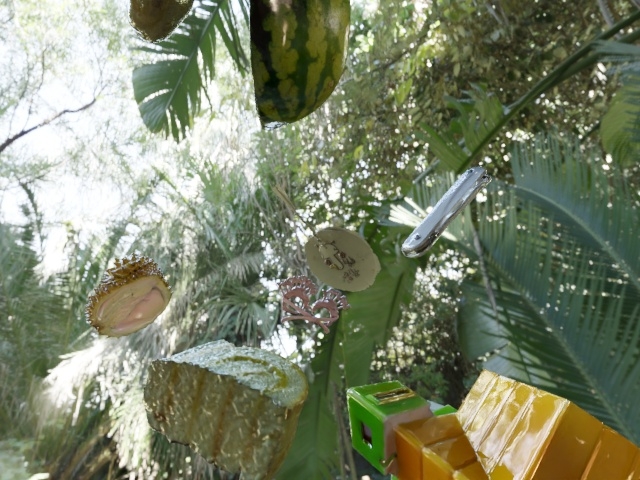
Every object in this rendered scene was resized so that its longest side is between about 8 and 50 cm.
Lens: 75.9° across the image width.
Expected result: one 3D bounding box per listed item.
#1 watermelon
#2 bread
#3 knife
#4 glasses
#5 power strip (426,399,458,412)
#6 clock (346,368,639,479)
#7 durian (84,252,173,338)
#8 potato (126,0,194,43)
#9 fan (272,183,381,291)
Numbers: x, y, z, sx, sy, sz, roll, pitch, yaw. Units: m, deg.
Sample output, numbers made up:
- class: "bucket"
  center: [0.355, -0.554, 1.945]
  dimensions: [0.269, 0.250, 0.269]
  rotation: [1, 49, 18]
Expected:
- class: "watermelon"
  center: [-0.057, -0.299, 0.571]
  dimensions: [0.159, 0.304, 0.128]
  rotation: [18, 26, 35]
- class: "bread"
  center: [-0.229, 0.409, 1.087]
  dimensions: [0.394, 0.240, 0.264]
  rotation: [18, 11, 16]
- class: "knife"
  center: [0.265, -0.062, 0.843]
  dimensions: [0.041, 0.265, 0.073]
  rotation: [53, -21, -17]
- class: "glasses"
  center: [-0.033, 0.209, 1.338]
  dimensions: [0.255, 0.095, 0.162]
  rotation: [22, -72, -7]
- class: "power strip"
  center: [0.239, 0.319, 0.582]
  dimensions: [0.270, 0.118, 0.046]
  rotation: [8, 1, 31]
- class: "clock"
  center: [0.157, 0.218, 0.321]
  dimensions: [0.235, 0.166, 0.310]
  rotation: [25, -19, 42]
- class: "durian"
  center: [-0.497, 0.140, 1.063]
  dimensions: [0.250, 0.138, 0.183]
  rotation: [-51, -19, 8]
- class: "potato"
  center: [-0.404, -0.620, 1.037]
  dimensions: [0.235, 0.160, 0.178]
  rotation: [-61, -8, 11]
- class: "fan"
  center: [0.000, 0.000, 1.209]
  dimensions: [0.415, 0.012, 0.233]
  rotation: [46, -53, -9]
